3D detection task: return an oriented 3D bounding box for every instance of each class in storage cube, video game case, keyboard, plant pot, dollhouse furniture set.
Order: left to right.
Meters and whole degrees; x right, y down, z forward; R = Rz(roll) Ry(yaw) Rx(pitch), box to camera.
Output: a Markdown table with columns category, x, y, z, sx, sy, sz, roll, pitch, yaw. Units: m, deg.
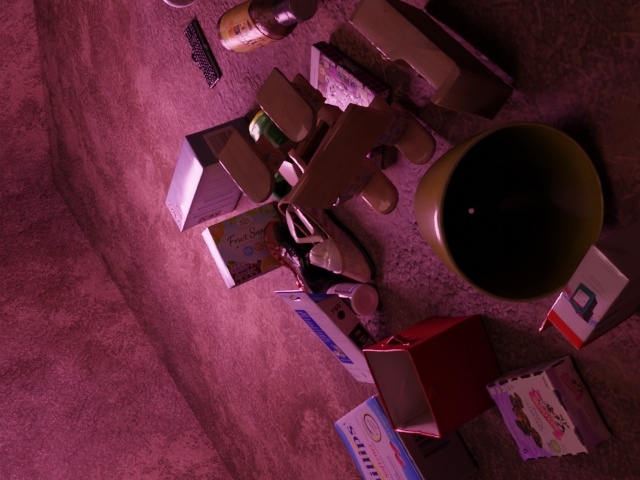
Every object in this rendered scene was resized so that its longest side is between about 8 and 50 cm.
| category | x | y | z | sx | sy | sz | roll | pitch | yaw |
| --- | --- | --- | --- | --- | --- | --- | --- | --- | --- |
| keyboard | -0.334 | -0.512 | 2.334 | 0.180 | 0.023 | 0.108 | 66 | 153 | 3 |
| plant pot | -0.040 | -0.179 | 1.985 | 0.109 | 0.109 | 0.096 | 29 | 145 | 50 |
| video game case | 0.056 | -0.284 | 1.796 | 0.232 | 0.041 | 0.210 | 45 | 147 | 35 |
| dollhouse furniture set | 0.099 | -0.192 | 1.478 | 0.256 | 0.362 | 0.394 | 51 | 119 | 31 |
| storage cube | 0.237 | 0.272 | 1.734 | 0.183 | 0.193 | 0.215 | -15 | 96 | 62 |
| plant pot | 0.268 | -0.056 | 1.397 | 0.293 | 0.274 | 0.275 | -159 | 50 | -74 |

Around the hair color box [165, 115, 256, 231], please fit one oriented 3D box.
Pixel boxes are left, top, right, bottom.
| category | x | y | z | sx | sy | sz | roll | pitch | yaw |
| --- | --- | --- | --- | --- | --- | --- | --- | --- | --- |
| hair color box | -0.308 | -0.180 | 2.361 | 0.114 | 0.185 | 0.374 | 58 | 151 | 15 |

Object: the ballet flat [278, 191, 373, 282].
| category | x | y | z | sx | sy | sz | roll | pitch | yaw |
| --- | --- | --- | --- | --- | --- | --- | --- | --- | --- |
| ballet flat | 0.000 | 0.000 | 2.039 | 0.316 | 0.106 | 0.108 | 50 | 148 | 29 |

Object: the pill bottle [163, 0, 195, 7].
| category | x | y | z | sx | sy | sz | roll | pitch | yaw |
| --- | --- | --- | --- | --- | --- | --- | --- | --- | --- |
| pill bottle | -0.417 | -0.716 | 2.201 | 0.245 | 0.136 | 0.136 | 41 | 143 | 40 |

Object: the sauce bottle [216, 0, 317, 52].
| category | x | y | z | sx | sy | sz | roll | pitch | yaw |
| --- | --- | --- | --- | --- | --- | --- | --- | --- | --- |
| sauce bottle | -0.123 | -0.497 | 1.876 | 0.344 | 0.111 | 0.111 | 3 | 113 | 61 |

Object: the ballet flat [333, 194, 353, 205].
| category | x | y | z | sx | sy | sz | roll | pitch | yaw |
| --- | --- | --- | --- | --- | --- | --- | --- | --- | --- |
| ballet flat | 0.006 | -0.171 | 1.887 | 0.213 | 0.068 | 0.072 | 60 | 166 | -22 |

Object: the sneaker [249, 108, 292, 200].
| category | x | y | z | sx | sy | sz | roll | pitch | yaw |
| --- | --- | --- | --- | --- | --- | --- | --- | --- | --- |
| sneaker | -0.100 | -0.215 | 2.070 | 0.123 | 0.109 | 0.295 | 43 | 153 | 31 |

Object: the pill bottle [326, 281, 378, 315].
| category | x | y | z | sx | sy | sz | roll | pitch | yaw |
| --- | --- | --- | --- | --- | --- | --- | --- | --- | --- |
| pill bottle | 0.075 | 0.141 | 2.045 | 0.137 | 0.078 | 0.078 | 1 | 112 | 61 |

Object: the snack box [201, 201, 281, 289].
| category | x | y | z | sx | sy | sz | roll | pitch | yaw |
| --- | --- | --- | --- | --- | --- | --- | --- | --- | --- |
| snack box | -0.190 | 0.012 | 2.276 | 0.174 | 0.207 | 0.070 | 64 | 152 | 7 |

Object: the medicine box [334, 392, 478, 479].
| category | x | y | z | sx | sy | sz | roll | pitch | yaw |
| --- | --- | --- | --- | --- | --- | --- | --- | --- | --- |
| medicine box | 0.196 | 0.493 | 2.020 | 0.263 | 0.149 | 0.289 | 60 | 151 | 14 |

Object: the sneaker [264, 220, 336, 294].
| category | x | y | z | sx | sy | sz | roll | pitch | yaw |
| --- | --- | --- | --- | --- | --- | --- | --- | --- | --- |
| sneaker | -0.047 | 0.039 | 2.162 | 0.276 | 0.097 | 0.135 | 53 | 150 | 21 |

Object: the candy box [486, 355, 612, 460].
| category | x | y | z | sx | sy | sz | roll | pitch | yaw |
| --- | --- | --- | --- | --- | --- | --- | --- | --- | --- |
| candy box | 0.422 | 0.317 | 1.571 | 0.165 | 0.070 | 0.196 | 63 | 153 | 7 |

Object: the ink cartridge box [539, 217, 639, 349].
| category | x | y | z | sx | sy | sz | roll | pitch | yaw |
| --- | --- | --- | --- | --- | --- | --- | --- | --- | --- |
| ink cartridge box | 0.441 | 0.079 | 1.291 | 0.078 | 0.134 | 0.231 | 51 | 149 | 27 |

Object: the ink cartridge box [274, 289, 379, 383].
| category | x | y | z | sx | sy | sz | roll | pitch | yaw |
| --- | --- | --- | --- | --- | --- | --- | --- | --- | --- |
| ink cartridge box | 0.045 | 0.218 | 2.045 | 0.333 | 0.065 | 0.165 | 48 | 158 | -17 |
